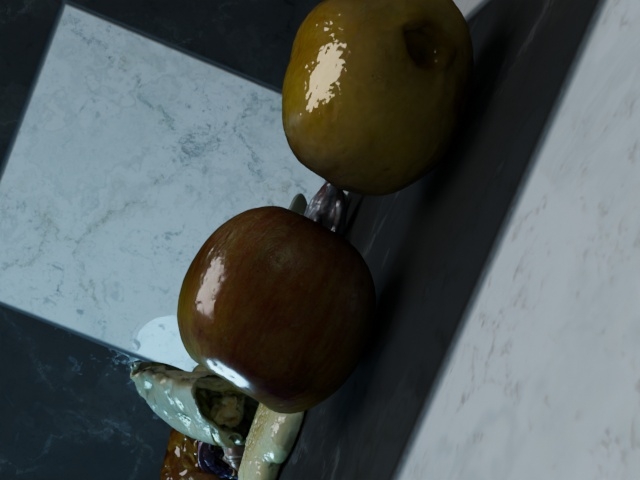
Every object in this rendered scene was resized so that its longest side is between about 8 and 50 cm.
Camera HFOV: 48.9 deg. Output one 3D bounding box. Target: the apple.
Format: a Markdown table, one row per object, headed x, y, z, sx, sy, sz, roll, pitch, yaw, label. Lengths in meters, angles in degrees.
| x | y | z | sx | sy | sz | roll | pitch | yaw | label |
| --- | --- | --- | --- | --- | --- | --- | --- | --- | --- |
| -0.047 | 0.072 | 0.744 | 0.188 | 0.211 | 0.211 | -56 | 0 | -18 | apple |

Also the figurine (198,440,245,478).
| x | y | z | sx | sy | sz | roll | pitch | yaw | label |
| --- | --- | --- | --- | --- | --- | --- | --- | --- | --- |
| -0.160 | 0.402 | 1.369 | 0.157 | 0.114 | 0.126 | -25 | 76 | 46 | figurine |

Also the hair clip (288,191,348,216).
| x | y | z | sx | sy | sz | roll | pitch | yaw | label |
| --- | --- | --- | --- | --- | --- | --- | --- | --- | --- |
| -0.045 | -0.007 | 1.609 | 0.282 | 0.113 | 0.172 | -58 | -34 | -29 | hair clip |

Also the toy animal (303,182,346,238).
| x | y | z | sx | sy | sz | roll | pitch | yaw | label |
| --- | --- | --- | --- | --- | --- | --- | --- | --- | --- |
| 0.004 | -0.021 | 1.455 | 0.324 | 0.090 | 0.195 | 142 | 141 | -86 | toy animal |

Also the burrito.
| x | y | z | sx | sy | sz | roll | pitch | yaw | label |
| --- | --- | --- | --- | --- | --- | --- | --- | --- | --- |
| -0.234 | 0.300 | 1.341 | 0.332 | 0.190 | 0.135 | -4 | 84 | 54 | burrito |

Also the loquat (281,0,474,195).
| x | y | z | sx | sy | sz | roll | pitch | yaw | label |
| --- | --- | --- | --- | --- | --- | --- | --- | --- | --- |
| 0.059 | -0.156 | 0.733 | 0.238 | 0.193 | 0.238 | -171 | 90 | -66 | loquat |

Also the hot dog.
| x | y | z | sx | sy | sz | roll | pitch | yaw | label |
| --- | --- | --- | --- | --- | --- | --- | --- | --- | --- |
| -0.267 | 0.541 | 1.535 | 0.267 | 0.174 | 0.387 | -144 | 67 | -88 | hot dog |

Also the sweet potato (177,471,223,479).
| x | y | z | sx | sy | sz | roll | pitch | yaw | label |
| --- | --- | --- | --- | --- | --- | --- | --- | --- | --- |
| -0.206 | 0.485 | 1.324 | 0.078 | 0.058 | 0.255 | -54 | 30 | -13 | sweet potato |

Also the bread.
| x | y | z | sx | sy | sz | roll | pitch | yaw | label |
| --- | --- | --- | --- | --- | --- | --- | --- | --- | --- |
| -0.065 | 0.264 | 1.113 | 0.316 | 0.054 | 0.316 | -158 | 90 | -84 | bread |
